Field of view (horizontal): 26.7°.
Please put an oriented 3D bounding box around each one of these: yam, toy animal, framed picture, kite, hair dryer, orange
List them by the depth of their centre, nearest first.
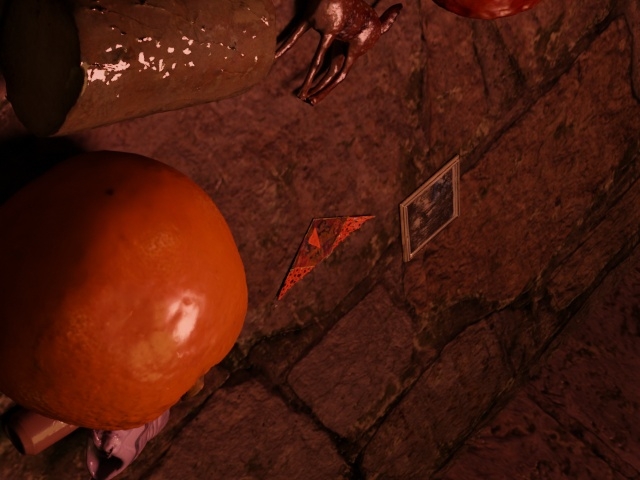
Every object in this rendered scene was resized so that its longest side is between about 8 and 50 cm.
[{"bbox_3d":[-0.185,-0.198,1.353,0.268,0.161,0.161,-22,143,-46],"label":"yam"},{"bbox_3d":[-0.232,0.057,1.461,0.312,0.312,0.312,-37,151,-25],"label":"orange"},{"bbox_3d":[0.027,-0.296,1.672,0.260,0.087,0.243,-55,167,6],"label":"toy animal"},{"bbox_3d":[-0.351,0.186,1.720,0.117,0.064,0.182,-32,141,-29],"label":"hair dryer"},{"bbox_3d":[-0.001,-0.001,2.070,0.222,0.008,0.125,-42,153,-16],"label":"kite"},{"bbox_3d":[0.190,-0.051,2.299,0.142,0.011,0.183,-41,153,-18],"label":"framed picture"}]

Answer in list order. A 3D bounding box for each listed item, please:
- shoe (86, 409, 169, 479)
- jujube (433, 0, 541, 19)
[{"bbox_3d":[-0.263,0.226,1.824,0.137,0.095,0.245,-57,169,-38],"label":"shoe"},{"bbox_3d":[0.230,-0.394,1.724,0.290,0.197,0.197,-46,158,-44],"label":"jujube"}]
